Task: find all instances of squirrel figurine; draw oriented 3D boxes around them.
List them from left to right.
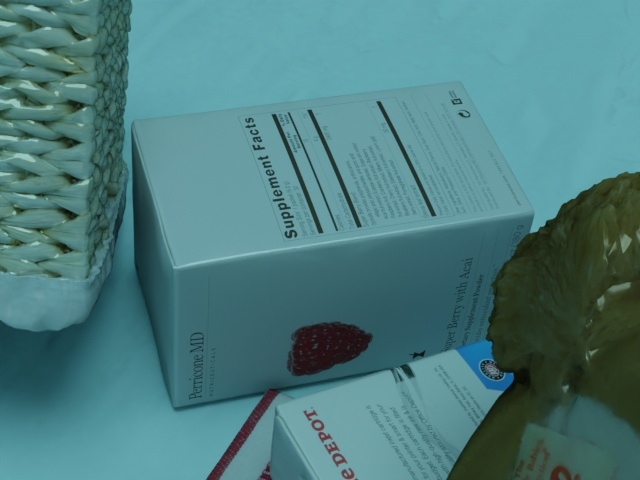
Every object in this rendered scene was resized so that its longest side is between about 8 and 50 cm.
[{"bbox_3d":[0.268,0.156,0.791,0.370,0.281,0.397,21,48,-32],"label":"squirrel figurine"}]

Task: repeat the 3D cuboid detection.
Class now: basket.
[{"bbox_3d":[-0.314,-0.121,1.043,0.331,0.266,0.328,8,19,-6],"label":"basket"}]

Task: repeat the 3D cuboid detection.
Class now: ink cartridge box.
[{"bbox_3d":[0.082,0.170,0.965,0.203,0.086,0.148,-15,47,-22],"label":"ink cartridge box"}]

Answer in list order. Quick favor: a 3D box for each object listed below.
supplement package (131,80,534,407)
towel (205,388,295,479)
[{"bbox_3d":[0.000,0.000,1.101,0.293,0.177,0.175,-9,48,-14],"label":"supplement package"},{"bbox_3d":[0.053,0.250,0.963,0.329,0.037,0.237,23,47,16],"label":"towel"}]
